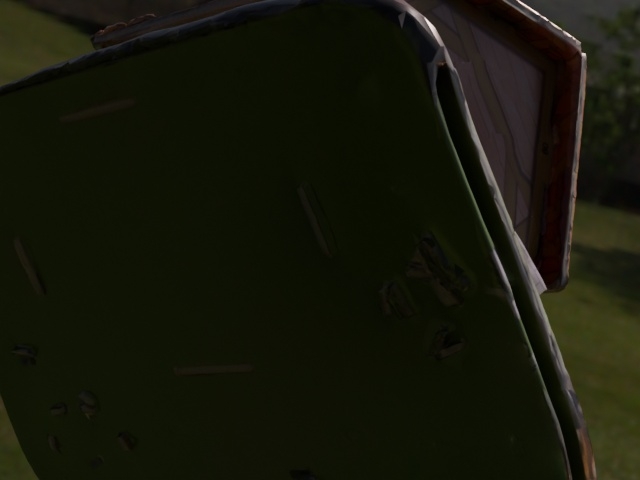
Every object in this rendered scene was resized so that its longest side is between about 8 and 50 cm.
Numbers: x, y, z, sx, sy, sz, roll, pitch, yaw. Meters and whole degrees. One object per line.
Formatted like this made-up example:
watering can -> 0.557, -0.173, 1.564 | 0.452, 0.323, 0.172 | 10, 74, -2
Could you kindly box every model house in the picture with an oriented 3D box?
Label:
model house -> -0.001, -0.001, 0.629 | 0.294, 0.207, 0.154 | -8, 21, 46
